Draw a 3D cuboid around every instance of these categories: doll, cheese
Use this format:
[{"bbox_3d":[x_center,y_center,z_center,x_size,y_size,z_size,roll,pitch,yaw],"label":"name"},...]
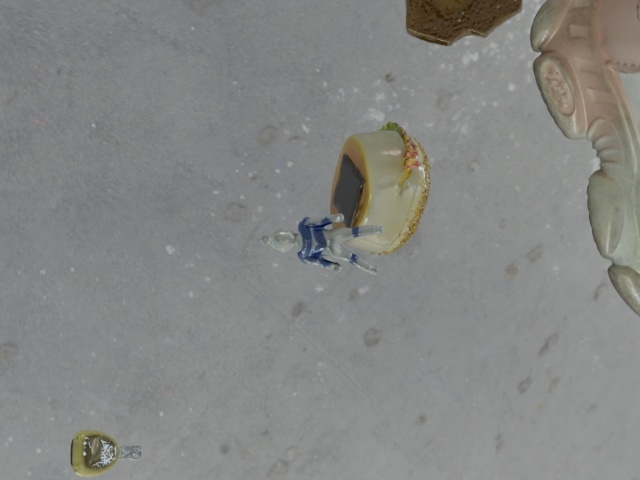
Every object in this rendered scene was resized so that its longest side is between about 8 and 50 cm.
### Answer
[{"bbox_3d":[0.000,0.000,1.074,0.227,0.057,0.114,6,108,5],"label":"doll"},{"bbox_3d":[-0.423,0.426,1.150,0.036,0.086,0.162,-24,151,21],"label":"cheese"}]

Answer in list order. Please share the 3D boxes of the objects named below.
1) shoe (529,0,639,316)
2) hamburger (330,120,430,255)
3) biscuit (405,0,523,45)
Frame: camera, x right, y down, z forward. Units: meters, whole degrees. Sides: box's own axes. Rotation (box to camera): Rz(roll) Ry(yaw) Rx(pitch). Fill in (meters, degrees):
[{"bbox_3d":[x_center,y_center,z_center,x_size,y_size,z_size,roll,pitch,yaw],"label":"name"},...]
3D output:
[{"bbox_3d":[0.307,-0.069,0.416,0.172,0.198,0.351,-26,88,-32],"label":"shoe"},{"bbox_3d":[0.136,-0.110,1.274,0.179,0.276,0.294,6,114,-17],"label":"hamburger"},{"bbox_3d":[0.234,-0.401,0.890,0.034,0.215,0.182,-12,98,-68],"label":"biscuit"}]
